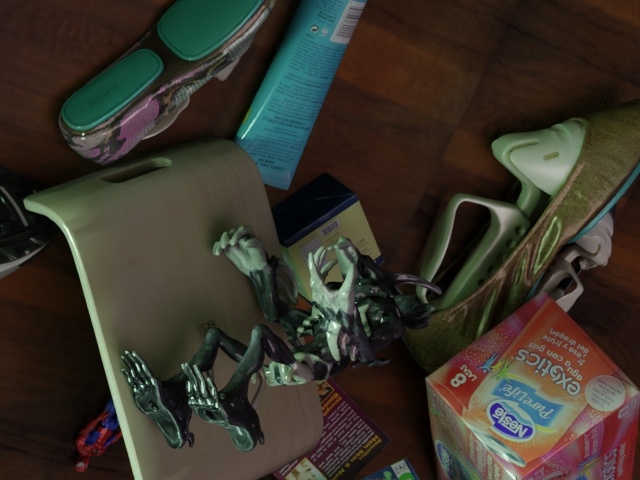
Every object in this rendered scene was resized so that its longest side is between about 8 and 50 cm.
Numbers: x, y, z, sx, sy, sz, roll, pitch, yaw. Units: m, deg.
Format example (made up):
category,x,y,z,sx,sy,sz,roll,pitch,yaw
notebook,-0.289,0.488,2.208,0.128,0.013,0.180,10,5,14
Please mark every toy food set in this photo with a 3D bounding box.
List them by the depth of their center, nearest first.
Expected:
category,x,y,z,sx,sy,sz,roll,pitch,yaw
toy food set,-0.126,0.082,1.600,0.219,0.092,0.306,-22,100,-45

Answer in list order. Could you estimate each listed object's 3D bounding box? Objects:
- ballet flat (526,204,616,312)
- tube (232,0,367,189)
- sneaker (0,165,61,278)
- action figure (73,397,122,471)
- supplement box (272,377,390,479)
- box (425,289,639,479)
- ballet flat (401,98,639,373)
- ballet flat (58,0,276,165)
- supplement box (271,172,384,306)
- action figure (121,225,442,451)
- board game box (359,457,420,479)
category,x,y,z,sx,sy,sz,roll,pitch,yaw
ballet flat,0.249,0.022,1.898,0.203,0.074,0.074,-52,129,0
tube,-0.019,-0.141,1.664,0.080,0.052,0.207,14,110,-32
sneaker,-0.335,0.021,1.524,0.271,0.100,0.108,-25,161,-29
action figure,-0.190,0.162,1.717,0.038,0.030,0.115,30,97,-44
supplement box,-0.034,0.158,1.778,0.104,0.081,0.188,-45,128,-5
box,0.206,0.204,1.848,0.154,0.142,0.300,-35,152,-13
ballet flat,0.188,-0.023,1.828,0.124,0.116,0.342,37,95,-21
ballet flat,-0.120,-0.144,1.587,0.221,0.077,0.079,-40,147,-3
supplement box,0.000,0.000,1.737,0.083,0.056,0.083,-34,127,-14
action figure,-0.020,0.060,1.536,0.275,0.164,0.141,-32,112,-38
board game box,0.015,0.289,1.836,0.136,0.035,0.201,-23,159,-22
